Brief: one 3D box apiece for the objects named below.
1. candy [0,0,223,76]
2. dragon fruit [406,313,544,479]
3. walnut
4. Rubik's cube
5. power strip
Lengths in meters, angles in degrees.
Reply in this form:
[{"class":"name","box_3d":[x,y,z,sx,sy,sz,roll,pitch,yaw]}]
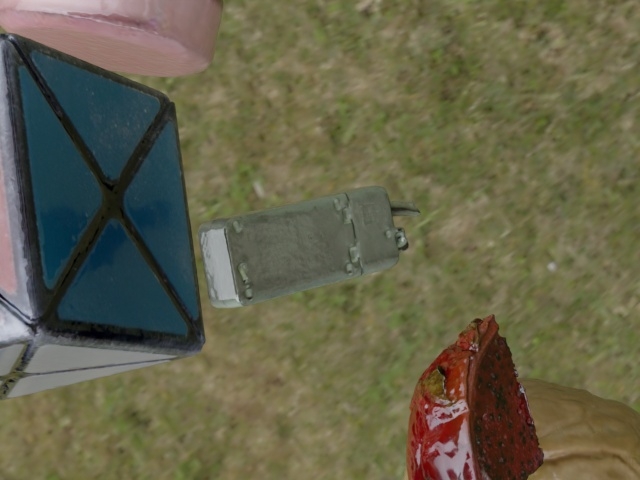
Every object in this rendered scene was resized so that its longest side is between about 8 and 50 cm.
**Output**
[{"class":"candy","box_3d":[-0.221,-0.247,1.738,0.255,0.255,0.094,7,84,30]},{"class":"dragon fruit","box_3d":[0.111,0.157,1.407,0.120,0.127,0.161,-10,98,37]},{"class":"walnut","box_3d":[0.242,0.284,1.691,0.277,0.313,0.252,-51,42,14]},{"class":"Rubik's cube","box_3d":[-0.274,-0.007,1.374,0.254,0.260,0.259,-14,78,25]},{"class":"power strip","box_3d":[0.000,0.000,1.676,0.053,0.288,0.093,-8,94,47]}]
